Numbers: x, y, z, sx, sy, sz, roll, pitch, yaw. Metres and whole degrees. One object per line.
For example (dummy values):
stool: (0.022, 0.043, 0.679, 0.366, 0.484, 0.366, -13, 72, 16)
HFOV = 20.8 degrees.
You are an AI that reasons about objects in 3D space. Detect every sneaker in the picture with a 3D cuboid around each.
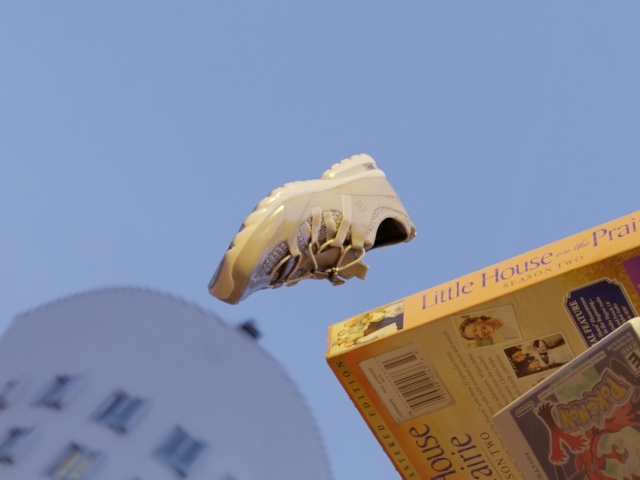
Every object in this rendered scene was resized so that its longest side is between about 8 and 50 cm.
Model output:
sneaker: (0.000, 0.000, 1.800, 0.115, 0.281, 0.105, 45, -44, 14)

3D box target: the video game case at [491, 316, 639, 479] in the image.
video game case: (0.258, 0.191, 1.526, 0.201, 0.023, 0.183, -43, -109, 43)

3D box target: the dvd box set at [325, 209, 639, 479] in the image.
dvd box set: (0.258, 0.139, 1.715, 0.420, 0.062, 0.307, -22, -59, 19)
